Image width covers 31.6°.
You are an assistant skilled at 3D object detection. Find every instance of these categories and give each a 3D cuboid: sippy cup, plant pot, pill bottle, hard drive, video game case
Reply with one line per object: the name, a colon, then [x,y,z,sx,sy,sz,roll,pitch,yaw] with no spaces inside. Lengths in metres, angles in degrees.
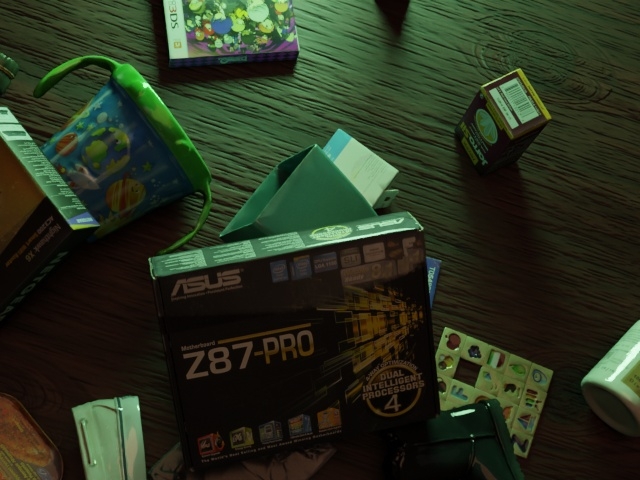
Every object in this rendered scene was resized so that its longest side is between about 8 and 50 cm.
sippy cup: [-0.328,-0.123,1.797,0.224,0.240,0.305,-38,57,-7]
plant pot: [0.000,0.000,1.773,0.234,0.165,0.165,42,69,-12]
pill bottle: [0.550,0.202,1.867,0.229,0.131,0.131,-42,83,-19]
hard drive: [-0.121,0.345,1.754,0.254,0.054,0.172,-36,81,-18]
video game case: [-0.165,-0.414,2.001,0.232,0.042,0.210,-5,74,-11]

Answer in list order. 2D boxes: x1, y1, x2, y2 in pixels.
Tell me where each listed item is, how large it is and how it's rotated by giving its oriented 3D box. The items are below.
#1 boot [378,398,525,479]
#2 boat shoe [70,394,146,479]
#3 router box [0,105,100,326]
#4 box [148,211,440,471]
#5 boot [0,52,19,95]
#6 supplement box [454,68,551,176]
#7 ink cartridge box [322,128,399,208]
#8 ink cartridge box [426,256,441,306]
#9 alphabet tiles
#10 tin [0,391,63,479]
boot: [0.206,0.373,1.765,0.207,0.094,0.247,-8,67,-15]
boat shoe: [-0.329,0.411,1.658,0.156,0.136,0.367,-4,70,-11]
router box: [-0.518,-0.013,1.708,0.309,0.081,0.243,-43,81,19]
box: [-0.032,0.146,1.664,0.394,0.097,0.318,-10,109,-9]
boot: [-0.620,-0.275,1.870,0.197,0.077,0.137,24,75,0]
supplement box: [0.307,-0.197,1.927,0.080,0.188,0.104,-26,78,-15]
ink cartridge box: [0.057,-0.100,1.907,0.143,0.092,0.090,36,71,4]
ink cartridge box: [0.078,0.099,1.871,0.224,0.045,0.223,15,71,-4]
alphabet tiles: [0.259,0.286,1.859,0.198,0.009,0.237,23,71,-2]
tin: [-0.470,0.318,1.718,0.106,0.040,0.190,-37,81,-22]
